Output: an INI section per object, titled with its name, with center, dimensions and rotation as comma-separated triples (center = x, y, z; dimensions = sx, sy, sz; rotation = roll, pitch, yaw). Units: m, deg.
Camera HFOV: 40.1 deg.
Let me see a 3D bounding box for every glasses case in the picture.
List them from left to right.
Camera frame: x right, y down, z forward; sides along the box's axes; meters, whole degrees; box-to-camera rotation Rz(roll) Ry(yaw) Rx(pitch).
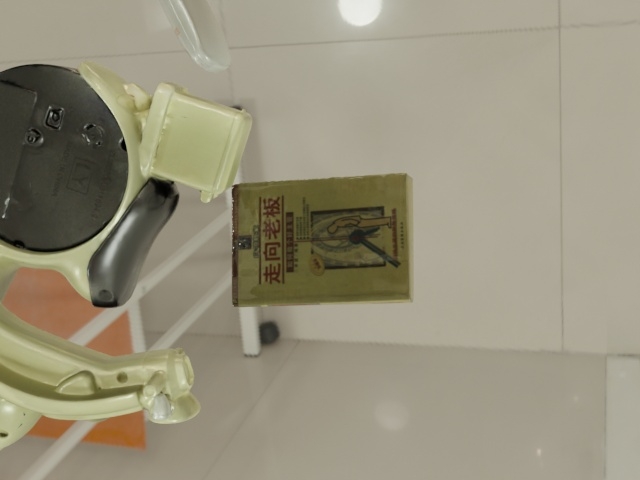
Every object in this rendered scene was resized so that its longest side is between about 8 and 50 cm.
[glasses case]
center = -0.164, -0.284, 1.110
dimensions = 0.041, 0.063, 0.164
rotation = -34, 77, 26

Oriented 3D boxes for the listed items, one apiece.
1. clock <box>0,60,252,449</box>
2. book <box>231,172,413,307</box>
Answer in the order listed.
[clock]
center = -0.220, 0.032, 0.786
dimensions = 0.277, 0.120, 0.378
rotation = 15, 101, 1
[book]
center = 0.000, 0.000, 1.085
dimensions = 0.231, 0.026, 0.161
rotation = -3, 81, 17
